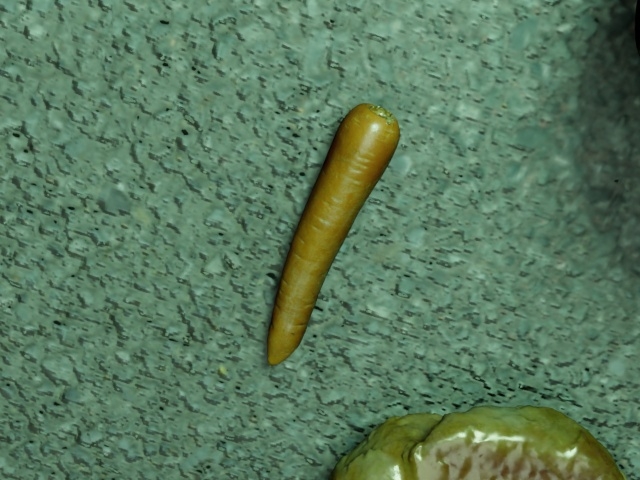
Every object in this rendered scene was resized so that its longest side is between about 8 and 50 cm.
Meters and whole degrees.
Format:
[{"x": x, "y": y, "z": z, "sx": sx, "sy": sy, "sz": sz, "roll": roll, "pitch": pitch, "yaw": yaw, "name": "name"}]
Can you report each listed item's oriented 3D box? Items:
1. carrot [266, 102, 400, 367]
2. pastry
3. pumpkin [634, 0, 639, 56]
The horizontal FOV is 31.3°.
[{"x": 0.000, "y": 0.000, "z": 0.713, "sx": 0.037, "sy": 0.037, "sz": 0.190, "roll": 22, "pitch": 115, "yaw": -6, "name": "carrot"}, {"x": 0.105, "y": 0.208, "z": 0.754, "sx": 0.218, "sy": 0.100, "sz": 0.229, "roll": -4, "pitch": 107, "yaw": 0, "name": "pastry"}, {"x": 0.274, "y": -0.101, "z": 0.570, "sx": 0.250, "sy": 0.216, "sz": 0.250, "roll": 2, "pitch": 83, "yaw": -13, "name": "pumpkin"}]
